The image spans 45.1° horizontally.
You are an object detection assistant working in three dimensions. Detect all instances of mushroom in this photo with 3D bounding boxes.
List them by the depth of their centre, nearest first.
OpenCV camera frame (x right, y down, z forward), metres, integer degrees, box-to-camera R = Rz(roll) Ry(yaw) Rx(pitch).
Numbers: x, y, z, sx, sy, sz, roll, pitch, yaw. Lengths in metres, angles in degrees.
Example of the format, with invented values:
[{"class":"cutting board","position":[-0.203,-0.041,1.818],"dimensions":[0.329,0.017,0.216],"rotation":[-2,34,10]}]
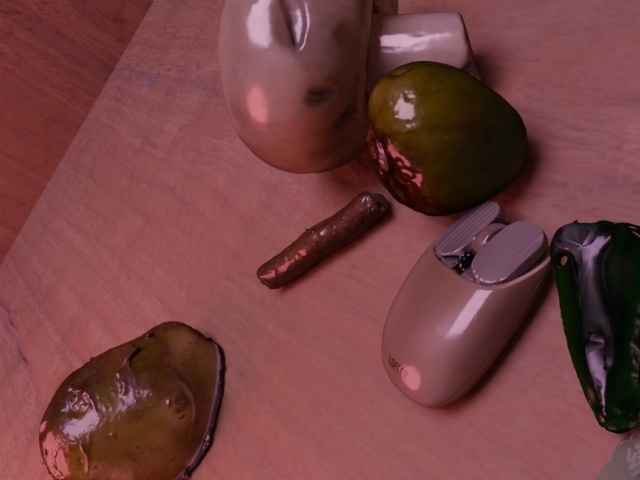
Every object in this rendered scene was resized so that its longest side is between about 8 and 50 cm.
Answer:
[{"class":"mushroom","position":[0.016,-0.279,1.078],"dimensions":[0.353,0.353,0.325],"rotation":[-36,57,29]}]

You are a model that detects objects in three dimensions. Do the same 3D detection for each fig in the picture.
[{"class":"fig","position":[0.147,-0.118,0.908],"dimensions":[0.181,0.191,0.181],"rotation":[-177,90,-86]}]

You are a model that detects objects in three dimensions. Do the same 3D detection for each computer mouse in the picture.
[{"class":"computer mouse","position":[0.152,0.070,0.852],"dimensions":[0.236,0.082,0.145],"rotation":[-56,35,6]}]

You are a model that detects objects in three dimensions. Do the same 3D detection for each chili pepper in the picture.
[{"class":"chili pepper","position":[0.271,0.074,0.722],"dimensions":[0.108,0.062,0.216],"rotation":[-26,49,38]}]

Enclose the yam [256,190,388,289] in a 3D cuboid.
[{"class":"yam","position":[0.000,0.000,1.109],"dimensions":[0.241,0.057,0.056],"rotation":[-35,42,33]}]

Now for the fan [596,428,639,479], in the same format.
[{"class":"fan","position":[0.303,0.206,0.633],"dimensions":[0.240,0.009,0.131],"rotation":[-36,39,29]}]

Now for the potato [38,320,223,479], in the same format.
[{"class":"potato","position":[-0.300,0.254,1.175],"dimensions":[0.299,0.196,0.246],"rotation":[-57,37,0]}]
